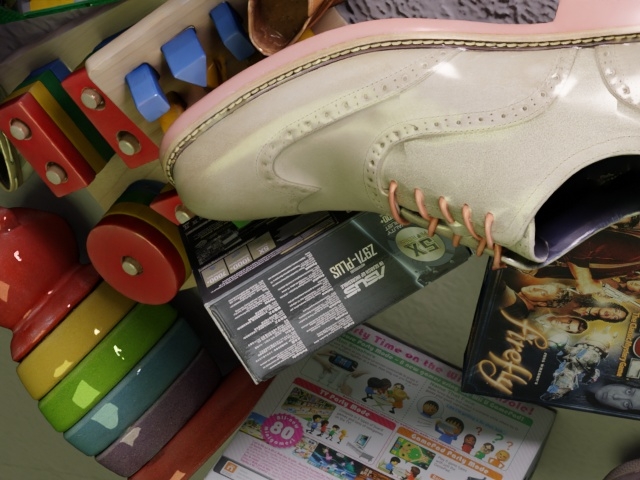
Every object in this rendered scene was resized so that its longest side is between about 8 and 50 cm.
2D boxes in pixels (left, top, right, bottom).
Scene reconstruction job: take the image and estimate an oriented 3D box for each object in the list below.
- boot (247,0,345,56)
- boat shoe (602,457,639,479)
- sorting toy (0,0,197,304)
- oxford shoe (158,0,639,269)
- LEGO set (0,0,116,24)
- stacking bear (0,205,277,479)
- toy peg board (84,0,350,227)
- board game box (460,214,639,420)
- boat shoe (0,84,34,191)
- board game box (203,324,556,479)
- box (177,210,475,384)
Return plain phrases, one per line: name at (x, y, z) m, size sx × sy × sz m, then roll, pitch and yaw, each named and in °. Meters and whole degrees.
boot at (0.014, -0.216, 1.077) m, size 0.073 × 0.152 × 0.197 m, roll 25°, pitch 140°, yaw 14°
boat shoe at (0.366, 0.304, 1.364) m, size 0.355 × 0.130 × 0.132 m, roll 34°, pitch 141°, yaw 3°
sorting toy at (-0.127, -0.060, 1.392) m, size 0.257 × 0.089 × 0.255 m, roll -17°, pitch 118°, yaw 45°
oxford shoe at (0.084, -0.053, 1.084) m, size 0.397 × 0.147 × 0.140 m, roll -12°, pitch 156°, yaw 18°
LEGO set at (-0.213, -0.265, 1.128) m, size 0.255 × 0.331 × 0.192 m, roll -9°, pitch 85°, yaw 28°
stacking bear at (-0.205, 0.087, 1.556) m, size 0.289 × 0.164 × 0.175 m, roll 45°, pitch 141°, yaw -4°
toy peg board at (-0.047, -0.100, 1.200) m, size 0.161 × 0.079 × 0.160 m, roll -34°, pitch 136°, yaw 9°
board game box at (0.200, 0.034, 1.243) m, size 0.165 × 0.042 × 0.243 m, roll 9°, pitch 138°, yaw 1°
boat shoe at (-0.297, -0.113, 1.496) m, size 0.056 × 0.048 × 0.153 m, roll -7°, pitch 125°, yaw 40°
board game box at (0.026, 0.221, 1.392) m, size 0.224 × 0.303 × 0.097 m, roll 25°, pitch 140°, yaw 14°
box at (0.000, 0.000, 1.249) m, size 0.077 × 0.180 × 0.147 m, roll 59°, pitch -179°, yaw -25°
